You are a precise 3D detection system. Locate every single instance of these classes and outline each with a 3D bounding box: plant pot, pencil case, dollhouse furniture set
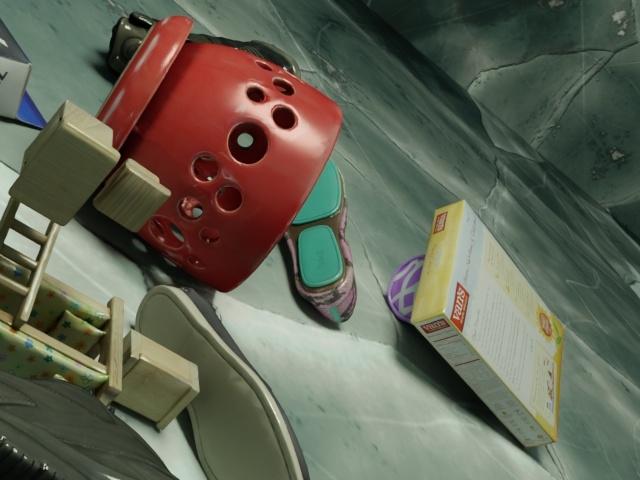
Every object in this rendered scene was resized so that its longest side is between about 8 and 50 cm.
[{"bbox_3d":[-0.101,-0.077,0.857,0.174,0.191,0.191,31,22,-15],"label":"plant pot"},{"bbox_3d":[0.168,0.077,1.233,0.206,0.088,0.086,20,28,-49],"label":"pencil case"},{"bbox_3d":[-0.119,0.040,0.605,0.182,0.161,0.101,33,22,-26],"label":"dollhouse furniture set"}]

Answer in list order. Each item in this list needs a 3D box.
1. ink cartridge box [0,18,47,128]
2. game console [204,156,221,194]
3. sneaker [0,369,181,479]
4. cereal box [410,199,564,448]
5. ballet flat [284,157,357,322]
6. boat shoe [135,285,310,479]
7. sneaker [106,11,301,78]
[{"bbox_3d":[-0.344,-0.187,0.782,0.165,0.065,0.332,52,19,23],"label":"ink cartridge box"},{"bbox_3d":[-0.109,-0.076,1.106,0.122,0.071,0.107,41,49,-7],"label":"game console"},{"bbox_3d":[-0.111,0.135,0.526,0.286,0.109,0.130,40,9,-24],"label":"sneaker"},{"bbox_3d":[0.195,0.095,1.149,0.240,0.047,0.173,48,39,-28],"label":"cereal box"},{"bbox_3d":[0.000,0.000,1.084,0.222,0.076,0.079,-100,175,-47],"label":"ballet flat"},{"bbox_3d":[-0.057,0.111,0.722,0.065,0.075,0.206,13,31,-51],"label":"boat shoe"},{"bbox_3d":[-0.136,-0.183,1.082,0.227,0.087,0.130,22,17,27],"label":"sneaker"}]
